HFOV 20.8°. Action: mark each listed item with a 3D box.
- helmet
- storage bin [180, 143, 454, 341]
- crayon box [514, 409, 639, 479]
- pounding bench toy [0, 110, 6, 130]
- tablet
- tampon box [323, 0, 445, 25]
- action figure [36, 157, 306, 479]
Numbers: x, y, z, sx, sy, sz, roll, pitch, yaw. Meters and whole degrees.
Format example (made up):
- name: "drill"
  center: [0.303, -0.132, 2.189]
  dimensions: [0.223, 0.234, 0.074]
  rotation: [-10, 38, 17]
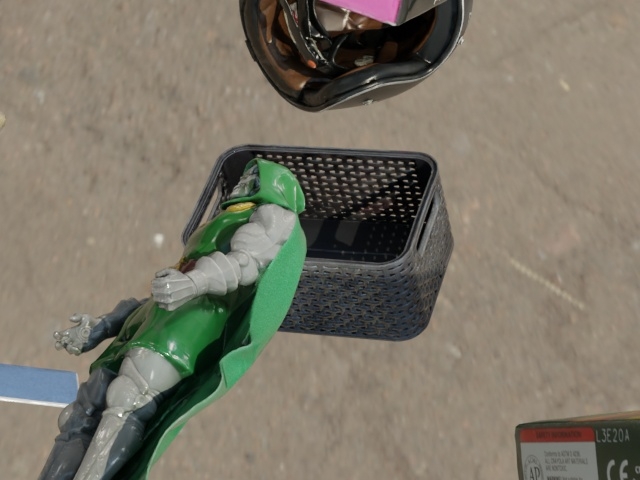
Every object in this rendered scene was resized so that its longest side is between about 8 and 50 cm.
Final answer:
- name: "helmet"
  center: [0.035, -0.187, 1.375]
  dimensions: [0.161, 0.169, 0.169]
  rotation: [-29, 114, -24]
- name: "storage bin"
  center: [0.000, 0.000, 1.318]
  dimensions: [0.180, 0.122, 0.084]
  rotation: [4, 136, 19]
- name: "crayon box"
  center: [0.315, 0.122, 0.832]
  dimensions: [0.313, 0.363, 0.106]
  rotation: [-2, 84, -21]
- name: "pounding bench toy"
  center: [-0.158, -0.054, 0.600]
  dimensions: [0.083, 0.052, 0.065]
  rotation: [-18, 102, 7]
- name: "tablet"
  center: [-0.218, 0.106, 1.278]
  dimensions: [0.083, 0.054, 0.006]
  rotation: [8, 113, -15]
- name: "tampon box"
  center: [-0.001, -0.148, 0.389]
  dimensions: [0.120, 0.101, 0.161]
  rotation: [21, 113, 16]
- name: "action figure"
  center: [-0.066, 0.044, 0.736]
  dimensions: [0.063, 0.232, 0.137]
  rotation: [47, 137, -15]
